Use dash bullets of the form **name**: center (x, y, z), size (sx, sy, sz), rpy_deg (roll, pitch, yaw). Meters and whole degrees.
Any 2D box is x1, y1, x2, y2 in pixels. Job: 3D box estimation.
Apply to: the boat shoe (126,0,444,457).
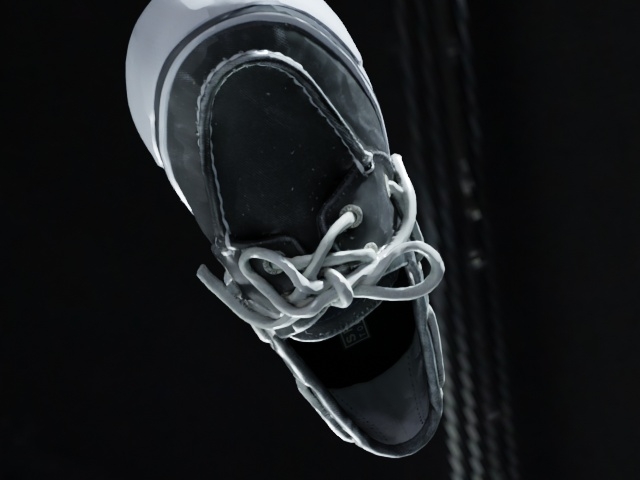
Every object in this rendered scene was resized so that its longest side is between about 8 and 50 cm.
- **boat shoe**: center (-0.004, 0.002, 0.906), size (0.306, 0.113, 0.105), rpy_deg (74, -11, -49)
